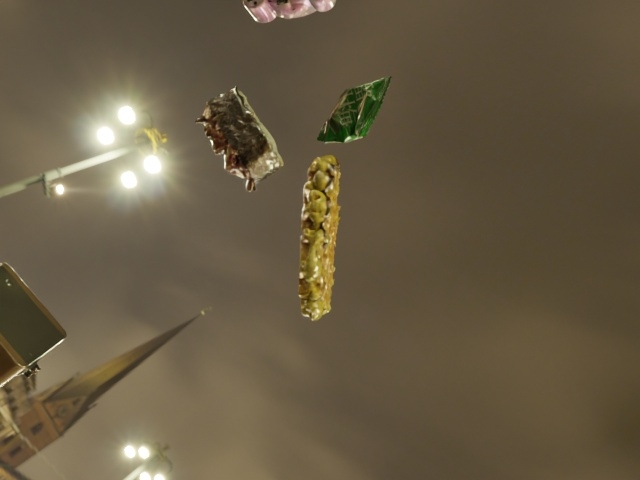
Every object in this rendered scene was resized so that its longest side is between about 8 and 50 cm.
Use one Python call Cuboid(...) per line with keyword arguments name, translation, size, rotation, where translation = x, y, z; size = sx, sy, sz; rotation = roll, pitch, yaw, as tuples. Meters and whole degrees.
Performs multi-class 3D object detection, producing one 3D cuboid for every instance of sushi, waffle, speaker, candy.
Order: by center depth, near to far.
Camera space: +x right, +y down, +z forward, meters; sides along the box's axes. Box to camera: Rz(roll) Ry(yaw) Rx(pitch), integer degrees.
Cuboid(name="speaker", translation=(-0.553, 0.171, 0.845), size=(0.230, 0.153, 0.193), rotation=(-36, -82, 4))
Cuboid(name="waffle", translation=(0.001, -0.010, 1.002), size=(0.058, 0.281, 0.301), rotation=(4, -89, 6))
Cuboid(name="candy", translation=(0.082, -0.288, 1.251), size=(0.203, 0.078, 0.141), rotation=(12, -91, 63))
Cuboid(name="sushi", translation=(-0.247, -0.315, 1.779), size=(0.181, 0.196, 0.343), rotation=(-33, -115, 8))

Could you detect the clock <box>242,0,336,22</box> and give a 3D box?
Cuboid(name="clock", translation=(-0.066, -0.684, 1.448), size=(0.247, 0.090, 0.228), rotation=(7, -102, 25))
